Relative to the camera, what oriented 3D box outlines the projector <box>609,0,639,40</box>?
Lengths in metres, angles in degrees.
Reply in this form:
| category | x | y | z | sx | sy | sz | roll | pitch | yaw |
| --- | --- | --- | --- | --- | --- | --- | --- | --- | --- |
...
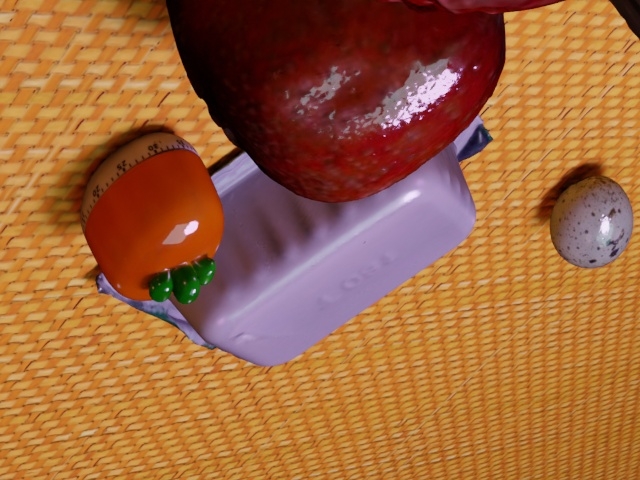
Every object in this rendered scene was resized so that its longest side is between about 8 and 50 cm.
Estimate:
| category | x | y | z | sx | sy | sz | roll | pitch | yaw |
| --- | --- | --- | --- | --- | --- | --- | --- | --- | --- |
| projector | 0.450 | -0.302 | 1.390 | 0.395 | 0.242 | 0.405 | -8 | 147 | -39 |

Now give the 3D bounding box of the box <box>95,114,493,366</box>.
| category | x | y | z | sx | sy | sz | roll | pitch | yaw |
| --- | --- | --- | --- | --- | --- | --- | --- | --- | --- |
| box | 0.000 | 0.000 | 1.630 | 0.336 | 0.106 | 0.264 | -35 | 156 | 10 |

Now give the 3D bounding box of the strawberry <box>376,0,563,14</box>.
| category | x | y | z | sx | sy | sz | roll | pitch | yaw |
| --- | --- | --- | --- | --- | --- | --- | --- | --- | --- |
| strawberry | 0.065 | -0.257 | 1.013 | 0.317 | 0.295 | 0.345 | 8 | 165 | -10 |

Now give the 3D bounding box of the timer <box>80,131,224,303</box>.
| category | x | y | z | sx | sy | sz | roll | pitch | yaw |
| --- | --- | --- | --- | --- | --- | --- | --- | --- | --- |
| timer | -0.122 | -0.006 | 1.459 | 0.099 | 0.136 | 0.136 | -23 | 156 | -31 |

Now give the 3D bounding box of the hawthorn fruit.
| category | x | y | z | sx | sy | sz | roll | pitch | yaw |
| --- | --- | --- | --- | --- | --- | --- | --- | --- | --- |
| hawthorn fruit | 0.030 | -0.148 | 1.263 | 0.249 | 0.215 | 0.215 | -38 | 155 | 10 |

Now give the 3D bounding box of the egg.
| category | x | y | z | sx | sy | sz | roll | pitch | yaw |
| --- | --- | --- | --- | --- | --- | --- | --- | --- | --- |
| egg | 0.277 | -0.021 | 1.936 | 0.085 | 0.085 | 0.110 | -23 | 140 | -18 |
